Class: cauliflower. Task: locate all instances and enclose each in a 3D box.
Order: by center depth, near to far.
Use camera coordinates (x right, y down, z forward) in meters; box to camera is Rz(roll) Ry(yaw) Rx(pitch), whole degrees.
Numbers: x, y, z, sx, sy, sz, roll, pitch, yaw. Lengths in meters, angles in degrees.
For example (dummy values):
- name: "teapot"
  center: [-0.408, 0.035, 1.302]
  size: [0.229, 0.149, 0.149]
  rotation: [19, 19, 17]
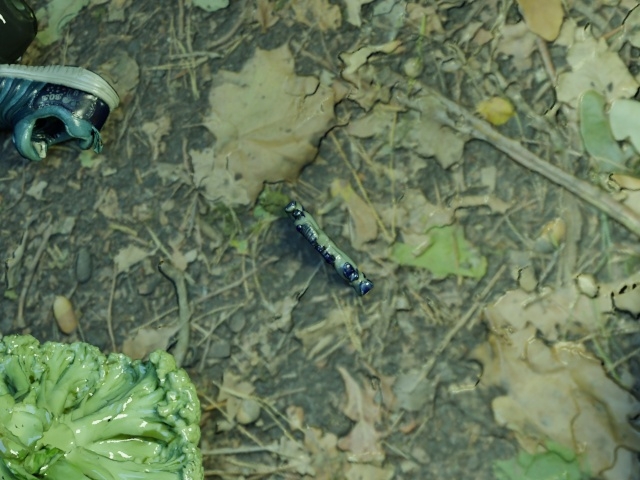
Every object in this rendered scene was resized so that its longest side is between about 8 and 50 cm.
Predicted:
- name: "cauliflower"
  center: [-0.250, 0.216, 0.921]
  size: [0.275, 0.250, 0.272]
  rotation: [-7, 69, 23]

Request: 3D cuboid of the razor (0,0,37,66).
- name: "razor"
  center: [-0.521, -0.233, 1.239]
  size: [0.327, 0.107, 0.189]
  rotation: [-34, 66, 8]

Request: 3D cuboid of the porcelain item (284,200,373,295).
- name: "porcelain item"
  center: [0.000, 0.000, 0.995]
  size: [0.021, 0.075, 0.136]
  rotation: [-43, 64, 1]

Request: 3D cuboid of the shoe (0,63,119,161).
- name: "shoe"
  center: [-0.346, -0.151, 1.158]
  size: [0.207, 0.091, 0.106]
  rotation: [5, 69, 17]
